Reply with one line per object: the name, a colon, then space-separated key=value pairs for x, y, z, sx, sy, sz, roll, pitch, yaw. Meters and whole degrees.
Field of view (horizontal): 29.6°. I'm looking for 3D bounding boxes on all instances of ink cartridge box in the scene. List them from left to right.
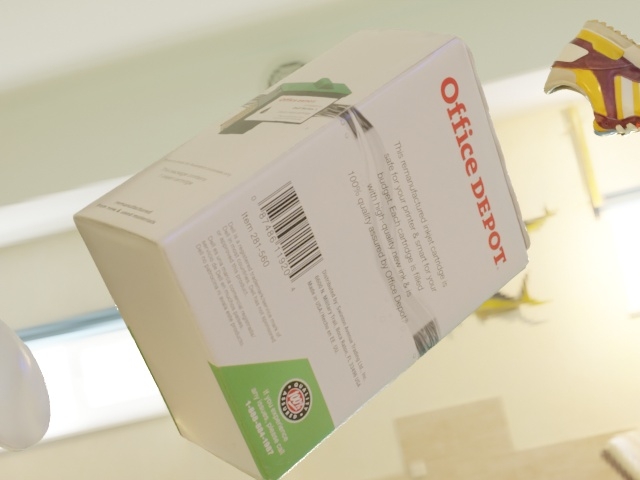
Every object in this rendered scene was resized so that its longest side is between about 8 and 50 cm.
ink cartridge box: x=0.000 y=0.000 z=0.676 sx=0.219 sy=0.160 sz=0.093 roll=-36 pitch=31 yaw=-28

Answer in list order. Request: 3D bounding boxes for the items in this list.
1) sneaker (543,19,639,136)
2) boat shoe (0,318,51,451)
sneaker: x=0.285 y=-0.112 z=1.056 sx=0.084 sy=0.185 sz=0.069 roll=-53 pitch=-23 yaw=3
boat shoe: x=-0.432 y=0.124 z=1.398 sx=0.108 sy=0.301 sz=0.102 roll=-45 pitch=7 yaw=-37
